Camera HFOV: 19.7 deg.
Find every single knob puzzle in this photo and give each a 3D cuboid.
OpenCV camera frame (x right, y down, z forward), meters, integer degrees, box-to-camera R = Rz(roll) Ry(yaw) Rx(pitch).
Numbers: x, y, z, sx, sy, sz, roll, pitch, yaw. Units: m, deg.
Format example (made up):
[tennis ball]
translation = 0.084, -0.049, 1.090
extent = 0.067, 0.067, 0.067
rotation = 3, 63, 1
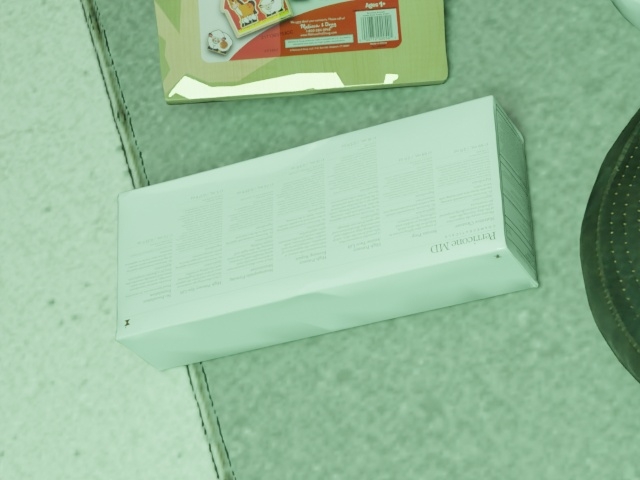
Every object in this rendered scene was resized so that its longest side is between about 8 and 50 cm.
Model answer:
[knob puzzle]
translation = -0.016, -0.179, 1.127
extent = 0.213, 0.030, 0.213
rotation = -1, 77, 3

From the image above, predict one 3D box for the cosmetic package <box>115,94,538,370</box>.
[cosmetic package]
translation = 0.000, 0.000, 1.052
extent = 0.239, 0.060, 0.099
rotation = -13, 58, 21

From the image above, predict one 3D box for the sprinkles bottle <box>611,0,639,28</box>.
[sprinkles bottle]
translation = 0.151, -0.235, 0.914
extent = 0.121, 0.355, 0.121
rotation = -11, 61, 21

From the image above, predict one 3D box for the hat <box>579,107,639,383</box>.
[hat]
translation = 0.294, -0.004, 0.863
extent = 0.331, 0.134, 0.331
rotation = -26, 39, 24
